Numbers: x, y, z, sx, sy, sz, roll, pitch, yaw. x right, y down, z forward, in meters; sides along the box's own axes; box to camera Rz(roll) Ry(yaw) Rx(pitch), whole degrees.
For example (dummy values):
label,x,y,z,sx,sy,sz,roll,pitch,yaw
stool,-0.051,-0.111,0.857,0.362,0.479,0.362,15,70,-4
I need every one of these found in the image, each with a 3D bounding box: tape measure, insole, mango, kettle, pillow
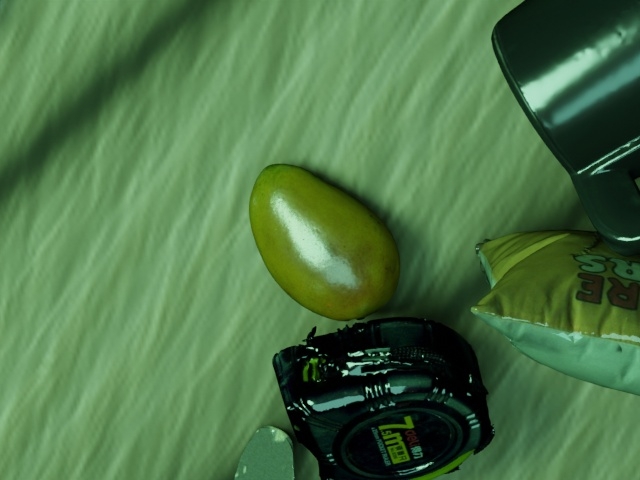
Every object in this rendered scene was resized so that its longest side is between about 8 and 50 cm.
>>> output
label,x,y,z,sx,sy,sz,roll,pitch,yaw
tape measure,0.066,0.154,1.687,0.186,0.112,0.199,-13,140,7
insole,-0.067,0.305,1.781,0.081,0.011,0.248,17,97,36
mango,-0.001,0.005,1.674,0.163,0.089,0.111,32,99,6
kettle,0.329,-0.161,1.504,0.308,0.203,0.262,-33,82,19
pillow,0.281,0.065,1.538,0.310,0.312,0.119,16,101,3
